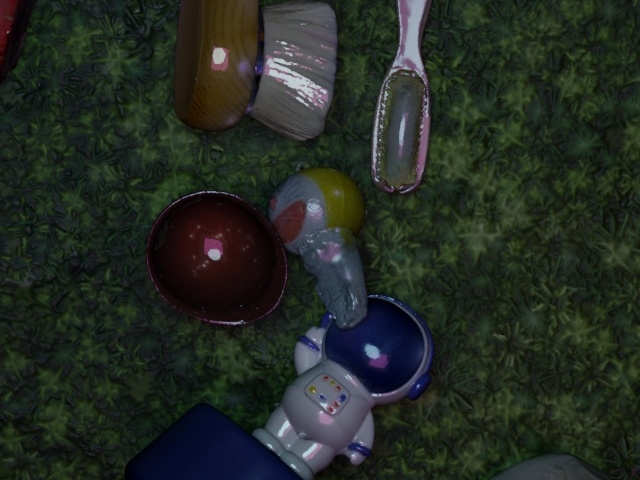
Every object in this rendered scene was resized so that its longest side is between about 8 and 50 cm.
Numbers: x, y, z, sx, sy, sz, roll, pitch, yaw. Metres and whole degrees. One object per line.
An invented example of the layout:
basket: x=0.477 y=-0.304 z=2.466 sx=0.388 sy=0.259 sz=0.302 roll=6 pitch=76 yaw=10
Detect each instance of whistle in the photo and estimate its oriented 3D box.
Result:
whistle: x=0.000 y=0.000 z=1.549 sx=0.123 sy=0.123 sz=0.223 roll=-16 pitch=63 yaw=-2

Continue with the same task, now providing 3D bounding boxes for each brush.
brush: x=0.108 y=-0.210 z=1.584 sx=0.072 sy=0.067 sz=0.312 roll=5 pitch=95 yaw=-3
brush: x=-0.076 y=-0.251 z=1.525 sx=0.166 sy=0.174 sz=0.266 roll=3 pitch=81 yaw=-17

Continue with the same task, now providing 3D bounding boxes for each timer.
timer: x=-0.016 y=0.223 z=1.560 sx=0.270 sy=0.270 sz=0.383 roll=42 pitch=78 yaw=-8

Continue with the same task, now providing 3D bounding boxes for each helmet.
helmet: x=-0.121 y=0.015 z=1.574 sx=0.175 sy=0.106 sz=0.155 roll=31 pitch=97 yaw=-6

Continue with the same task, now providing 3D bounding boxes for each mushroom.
mushroom: x=0.208 y=0.350 z=1.645 sx=0.351 sy=0.097 sz=0.109 roll=-18 pitch=97 yaw=1

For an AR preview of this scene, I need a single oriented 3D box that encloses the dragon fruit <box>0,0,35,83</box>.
dragon fruit: x=-0.470 y=-0.279 z=1.452 sx=0.291 sy=0.250 sz=0.269 roll=17 pitch=114 yaw=-11
